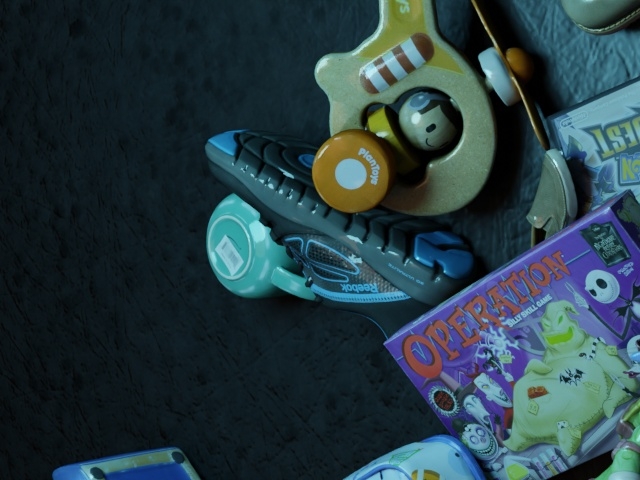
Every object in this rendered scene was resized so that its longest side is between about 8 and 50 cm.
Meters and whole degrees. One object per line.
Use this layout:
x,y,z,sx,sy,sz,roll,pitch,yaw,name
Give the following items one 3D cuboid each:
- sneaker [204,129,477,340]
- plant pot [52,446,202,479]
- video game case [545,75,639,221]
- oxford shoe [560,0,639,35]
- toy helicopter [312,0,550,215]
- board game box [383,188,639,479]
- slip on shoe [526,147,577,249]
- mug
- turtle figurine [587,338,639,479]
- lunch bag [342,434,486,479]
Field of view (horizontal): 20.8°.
0.000,0.000,1.881,0.340,0.125,0.140,35,124,22,sneaker
-0.241,0.394,2.152,0.212,0.236,0.236,-52,59,30,plant pot
0.350,-0.042,1.613,0.275,0.035,0.248,-23,80,45,video game case
0.298,-0.330,1.555,0.123,0.130,0.348,50,128,28,oxford shoe
0.108,-0.200,1.752,0.234,0.140,0.355,-2,103,14,toy helicopter
0.232,0.111,1.684,0.208,0.056,0.347,56,137,2,board game box
0.223,-0.026,1.706,0.051,0.041,0.135,-115,15,-50,slip on shoe
-0.060,0.004,1.996,0.157,0.097,0.130,2,97,46,mug
0.319,0.241,1.524,0.275,0.198,0.266,45,143,11,turtle figurine
0.125,0.365,1.813,0.243,0.115,0.303,-36,78,50,lunch bag
